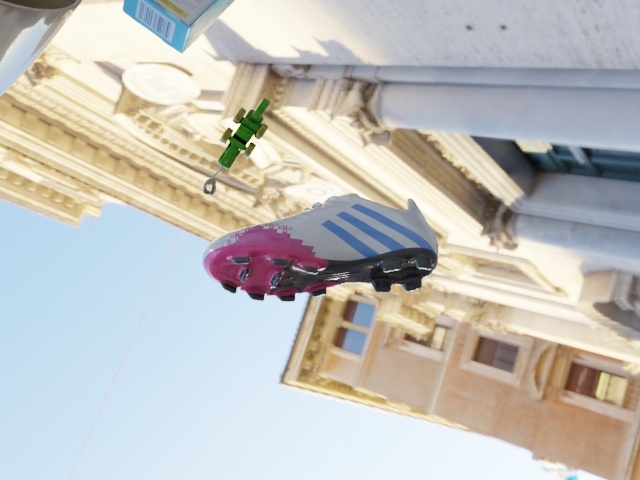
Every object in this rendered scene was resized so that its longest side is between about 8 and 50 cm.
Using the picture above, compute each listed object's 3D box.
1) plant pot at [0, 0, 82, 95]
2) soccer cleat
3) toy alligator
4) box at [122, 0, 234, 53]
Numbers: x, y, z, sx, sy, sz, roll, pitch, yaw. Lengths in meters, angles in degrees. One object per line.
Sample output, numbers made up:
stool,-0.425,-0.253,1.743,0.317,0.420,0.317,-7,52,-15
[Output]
plant pot,-0.471,-0.257,0.862,0.256,0.256,0.274,3,-43,-51
soccer cleat,0.000,0.000,0.972,0.331,0.143,0.116,1,-36,-17
toy alligator,-0.141,-0.160,1.186,0.056,0.051,0.190,33,-75,-10
box,-0.155,-0.370,0.964,0.100,0.060,0.244,36,-121,-3
